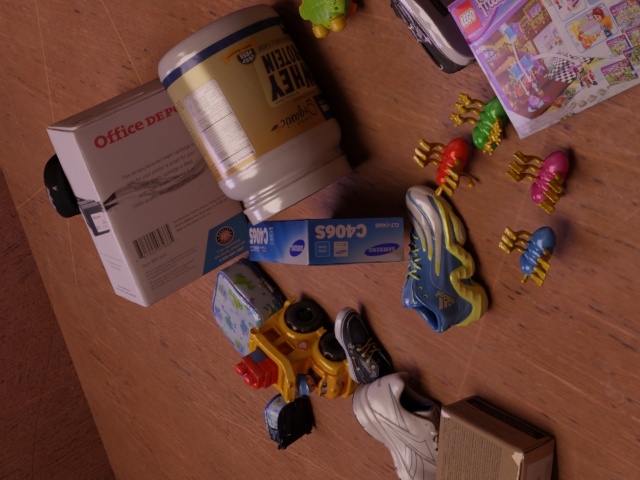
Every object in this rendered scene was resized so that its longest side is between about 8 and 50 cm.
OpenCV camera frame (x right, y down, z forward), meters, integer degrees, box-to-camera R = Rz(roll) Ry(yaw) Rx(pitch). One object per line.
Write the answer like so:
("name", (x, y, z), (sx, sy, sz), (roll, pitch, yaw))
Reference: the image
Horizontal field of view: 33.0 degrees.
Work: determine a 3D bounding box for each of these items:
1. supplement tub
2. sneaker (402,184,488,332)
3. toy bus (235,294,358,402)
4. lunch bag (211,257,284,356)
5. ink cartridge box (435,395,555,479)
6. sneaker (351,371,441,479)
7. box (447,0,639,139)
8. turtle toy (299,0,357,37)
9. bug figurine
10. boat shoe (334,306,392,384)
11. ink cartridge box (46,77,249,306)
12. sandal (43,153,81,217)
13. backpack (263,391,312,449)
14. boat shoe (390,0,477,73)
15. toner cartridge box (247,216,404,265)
("supplement tub", (-0.104, -0.207, 1.803), (0.316, 0.228, 0.228), (61, 152, -3))
("sneaker", (0.173, 0.037, 1.693), (0.091, 0.126, 0.240), (-15, 104, 61))
("toy bus", (-0.056, 0.252, 2.191), (0.220, 0.211, 0.149), (42, 146, 27))
("lunch bag", (-0.163, 0.151, 2.396), (0.176, 0.090, 0.219), (47, 150, 20))
("ink cartridge box", (0.292, 0.412, 1.841), (0.193, 0.088, 0.235), (24, 118, 47))
("sneaker", (0.187, 0.375, 2.021), (0.129, 0.111, 0.297), (-35, 99, 34))
("box", (0.292, -0.256, 1.284), (0.201, 0.057, 0.293), (60, 152, -3))
("turtle toy", (0.008, -0.362, 1.641), (0.130, 0.066, 0.095), (-4, 114, 60))
("bug figurine", (0.256, -0.079, 1.502), (0.279, 0.072, 0.216), (50, 145, 27))
("boat shoe", (0.089, 0.210, 2.076), (0.083, 0.065, 0.183), (20, 139, 42))
("ink cartridge box", (-0.346, -0.109, 2.233), (0.166, 0.285, 0.395), (13, 127, 55))
("sandal", (-0.533, -0.173, 2.402), (0.446, 0.107, 0.168), (-63, -43, -69))
("backpack", (-0.080, 0.402, 2.487), (0.084, 0.105, 0.114), (29, 134, 43))
("boat shoe", (0.132, -0.325, 1.471), (0.228, 0.080, 0.076), (51, 151, 0))
("toner cartridge box", (0.000, 0.000, 1.821), (0.348, 0.165, 0.075), (-179, 87, -72))
